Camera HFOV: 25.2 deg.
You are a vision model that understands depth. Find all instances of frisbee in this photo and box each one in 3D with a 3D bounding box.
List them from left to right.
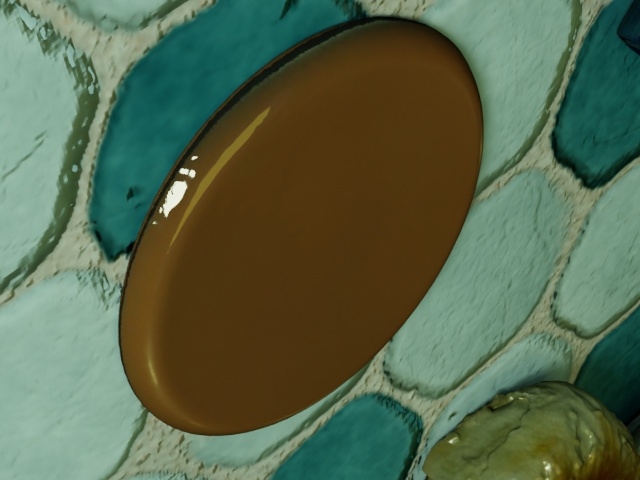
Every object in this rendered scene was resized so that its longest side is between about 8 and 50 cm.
[{"bbox_3d":[0.000,0.000,0.751,0.251,0.021,0.251,-32,142,-29],"label":"frisbee"}]

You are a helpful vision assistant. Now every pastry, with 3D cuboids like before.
[{"bbox_3d":[0.152,0.193,1.032,0.182,0.093,0.192,-36,138,-21],"label":"pastry"}]

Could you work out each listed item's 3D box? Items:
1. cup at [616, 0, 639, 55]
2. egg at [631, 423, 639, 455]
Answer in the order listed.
[{"bbox_3d":[0.240,-0.159,0.837,0.138,0.150,0.113,-57,180,9],"label":"cup"},{"bbox_3d":[0.328,0.232,1.201,0.183,0.183,0.217,29,87,-56],"label":"egg"}]
